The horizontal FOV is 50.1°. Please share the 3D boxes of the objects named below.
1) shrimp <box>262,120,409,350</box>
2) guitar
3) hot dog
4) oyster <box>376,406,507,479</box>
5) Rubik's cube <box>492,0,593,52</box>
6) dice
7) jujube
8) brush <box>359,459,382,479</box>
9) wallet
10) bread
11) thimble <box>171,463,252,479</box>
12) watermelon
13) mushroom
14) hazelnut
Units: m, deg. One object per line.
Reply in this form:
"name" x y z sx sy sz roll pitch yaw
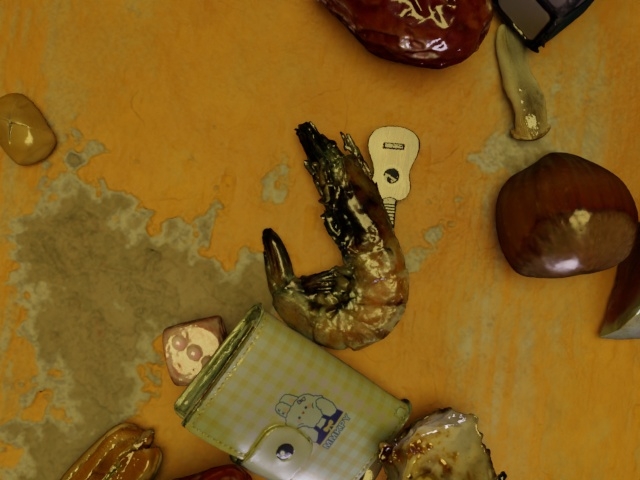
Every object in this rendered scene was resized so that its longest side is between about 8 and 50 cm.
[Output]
"shrimp" 0.000 0.000 1.079 0.233 0.071 0.364 -23 88 13
"guitar" 0.111 -0.048 1.111 0.084 0.038 0.270 4 93 3
"hot dog" -0.352 0.393 1.055 0.109 0.072 0.269 43 85 2
"oyster" 0.195 0.422 1.047 0.198 0.133 0.336 -16 91 -5
"Rubik's cube" 0.377 -0.563 0.990 0.359 0.362 0.363 -38 85 -5
"dice" -0.189 0.170 1.060 0.091 0.094 0.093 -13 89 -4
"jujube" 0.122 -0.378 1.052 0.290 0.197 0.197 30 86 16
"brush" 0.058 0.413 1.098 0.070 0.021 0.196 28 84 0
"wallet" -0.036 0.259 1.031 0.310 0.077 0.223 38 86 -22
"bread" -0.476 -0.177 1.081 0.082 0.056 0.115 -31 89 -4
"thimble" -0.174 0.501 0.927 0.231 0.350 0.349 -14 88 0
"watermelon" 0.561 0.044 1.080 0.256 0.176 0.259 15 84 -41
"mushroom" 0.327 -0.259 1.128 0.059 0.054 0.202 -11 83 -11
"hazelnut" 0.376 -0.040 1.051 0.210 0.186 0.210 2 100 10
